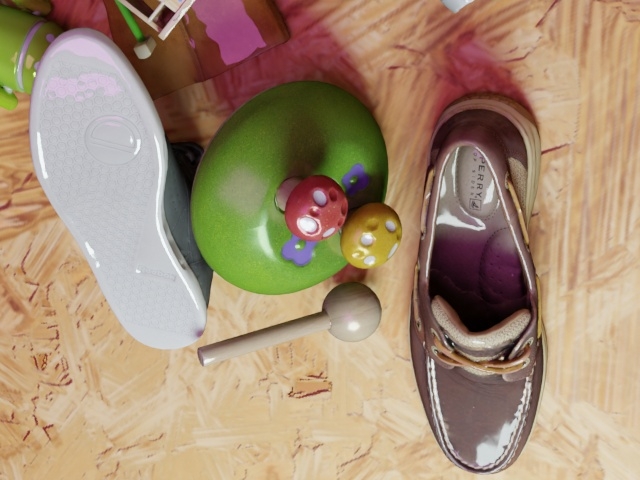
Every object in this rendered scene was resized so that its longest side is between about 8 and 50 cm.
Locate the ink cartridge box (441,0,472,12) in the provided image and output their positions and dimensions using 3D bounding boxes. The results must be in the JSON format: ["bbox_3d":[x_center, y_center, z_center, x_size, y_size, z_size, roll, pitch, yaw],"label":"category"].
[{"bbox_3d":[0.110,-0.306,0.897,0.189,0.066,0.232,44,91,-7],"label":"ink cartridge box"}]

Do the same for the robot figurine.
[{"bbox_3d":[-0.264,-0.165,1.110,0.115,0.067,0.101,19,85,7],"label":"robot figurine"}]

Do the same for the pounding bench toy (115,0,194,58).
[{"bbox_3d":[-0.138,-0.190,1.004,0.065,0.052,0.083,36,113,-14],"label":"pounding bench toy"}]

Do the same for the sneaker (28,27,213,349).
[{"bbox_3d":[-0.154,-0.064,1.066,0.104,0.147,0.296,-8,127,10],"label":"sneaker"}]

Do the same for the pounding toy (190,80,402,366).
[{"bbox_3d":[0.000,0.000,1.032,0.110,0.183,0.237,34,129,48],"label":"pounding toy"}]

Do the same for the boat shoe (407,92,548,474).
[{"bbox_3d":[0.126,0.058,1.069,0.123,0.123,0.342,6,114,13],"label":"boat shoe"}]

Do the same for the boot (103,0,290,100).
[{"bbox_3d":[-0.191,-0.246,1.061,0.264,0.096,0.280,-17,114,10],"label":"boot"}]
